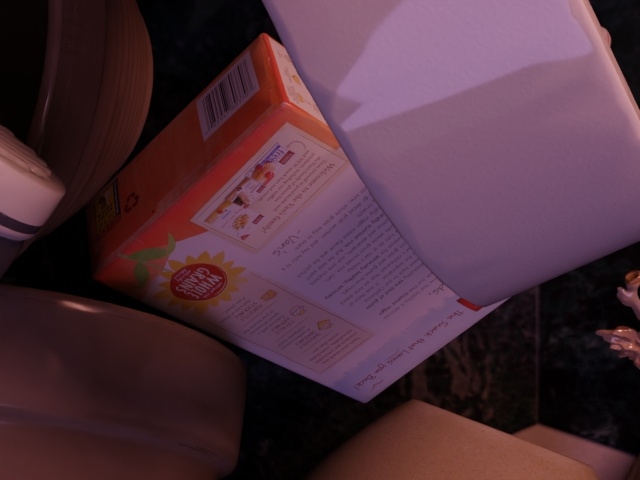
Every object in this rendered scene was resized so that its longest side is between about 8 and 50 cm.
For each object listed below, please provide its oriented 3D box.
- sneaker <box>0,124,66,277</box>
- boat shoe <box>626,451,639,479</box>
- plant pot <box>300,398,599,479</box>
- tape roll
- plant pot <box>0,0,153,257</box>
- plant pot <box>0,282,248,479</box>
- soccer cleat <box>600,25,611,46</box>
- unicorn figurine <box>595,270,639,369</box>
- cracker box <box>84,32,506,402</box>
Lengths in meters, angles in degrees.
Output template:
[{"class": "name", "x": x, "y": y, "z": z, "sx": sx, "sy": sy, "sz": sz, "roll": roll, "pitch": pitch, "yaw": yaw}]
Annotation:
[{"class": "sneaker", "x": -0.262, "y": -0.070, "z": 0.485, "sx": 0.321, "sy": 0.126, "sz": 0.127, "roll": 40, "pitch": 94, "yaw": 23}, {"class": "boat shoe", "x": 0.252, "y": 0.279, "z": 0.828, "sx": 0.096, "sy": 0.116, "sz": 0.324, "roll": 15, "pitch": 115, "yaw": -2}, {"class": "plant pot", "x": 0.089, "y": 0.218, "z": 0.736, "sx": 0.284, "sy": 0.284, "sz": 0.191, "roll": 21, "pitch": 84, "yaw": -9}, {"class": "tape roll", "x": 0.060, "y": -0.118, "z": 0.496, "sx": 0.100, "sy": 0.286, "sz": 0.286, "roll": -25, "pitch": 117, "yaw": 18}, {"class": "plant pot", "x": -0.170, "y": -0.093, "z": 0.600, "sx": 0.109, "sy": 0.237, "sz": 0.237, "roll": 4, "pitch": 134, "yaw": -49}, {"class": "plant pot", "x": -0.209, "y": 0.198, "z": 0.628, "sx": 0.323, "sy": 0.280, "sz": 0.323, "roll": 2, "pitch": 159, "yaw": 1}, {"class": "soccer cleat", "x": 0.140, "y": -0.093, "z": 0.650, "sx": 0.029, "sy": 0.035, "sz": 0.083, "roll": 35, "pitch": 117, "yaw": -17}, {"class": "unicorn figurine", "x": 0.274, "y": 0.046, "z": 0.721, "sx": 0.162, "sy": 0.060, "sz": 0.111, "roll": -25, "pitch": 118, "yaw": 36}, {"class": "cracker box", "x": 0.000, "y": 0.000, "z": 0.656, "sx": 0.155, "sy": 0.067, "sz": 0.232, "roll": -40, "pitch": 132, "yaw": 23}]
